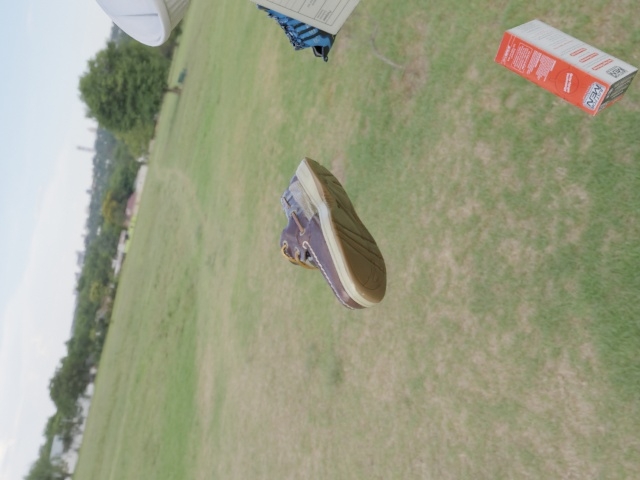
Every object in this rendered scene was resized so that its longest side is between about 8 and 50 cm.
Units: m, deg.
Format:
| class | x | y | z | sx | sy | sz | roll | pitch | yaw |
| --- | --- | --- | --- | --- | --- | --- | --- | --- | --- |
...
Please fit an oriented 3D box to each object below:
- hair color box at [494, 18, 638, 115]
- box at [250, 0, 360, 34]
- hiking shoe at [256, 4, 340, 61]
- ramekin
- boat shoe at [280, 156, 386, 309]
| class | x | y | z | sx | sy | sz | roll | pitch | yaw |
| --- | --- | --- | --- | --- | --- | --- | --- | --- | --- |
| hair color box | 0.289 | -0.209 | 0.663 | 0.141 | 0.072 | 0.043 | 42 | 144 | 28 |
| box | -0.081 | -0.406 | 0.721 | 0.148 | 0.311 | 0.121 | -43 | 46 | 45 |
| hiking shoe | -0.066 | -0.649 | 1.694 | 0.113 | 0.304 | 0.132 | 29 | 106 | 50 |
| ramekin | -0.410 | -0.587 | 1.250 | 0.127 | 0.273 | 0.273 | -50 | 11 | -21 |
| boat shoe | 0.000 | 0.000 | 0.890 | 0.123 | 0.123 | 0.342 | -44 | 40 | 18 |
